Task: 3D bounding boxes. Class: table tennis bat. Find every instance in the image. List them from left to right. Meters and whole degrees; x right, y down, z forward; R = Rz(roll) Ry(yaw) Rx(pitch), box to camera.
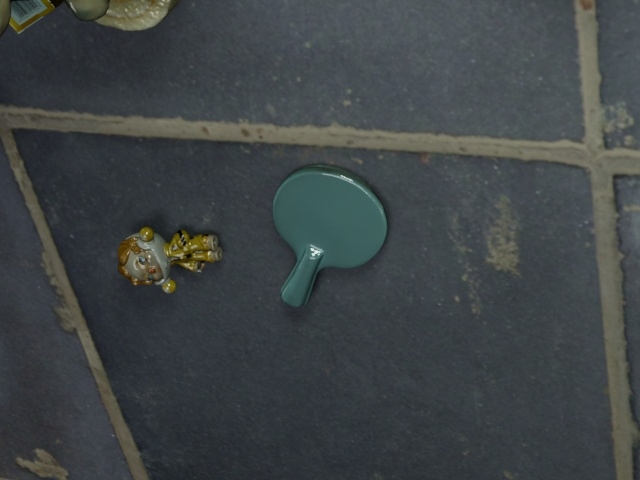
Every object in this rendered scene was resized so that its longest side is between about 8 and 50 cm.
[{"bbox_3d":[0.000,0.000,1.827,0.149,0.038,0.237,25,132,2],"label":"table tennis bat"}]

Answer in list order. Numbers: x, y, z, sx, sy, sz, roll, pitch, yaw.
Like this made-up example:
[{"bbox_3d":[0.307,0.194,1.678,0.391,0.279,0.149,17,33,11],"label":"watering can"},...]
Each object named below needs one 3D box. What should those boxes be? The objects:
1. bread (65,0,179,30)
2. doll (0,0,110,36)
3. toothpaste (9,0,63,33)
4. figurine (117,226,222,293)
[{"bbox_3d":[-0.201,-0.317,1.555,0.148,0.141,0.134,7,133,20],"label":"bread"},{"bbox_3d":[-0.249,-0.414,1.374,0.378,0.382,0.252,53,174,12],"label":"doll"},{"bbox_3d":[-0.419,-0.384,1.653,0.089,0.071,0.313,-22,118,41],"label":"toothpaste"},{"bbox_3d":[-0.207,0.015,1.925,0.143,0.068,0.101,-30,117,29],"label":"figurine"}]
